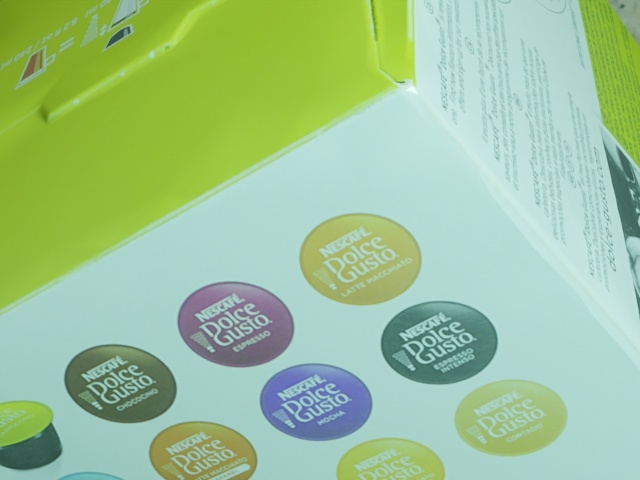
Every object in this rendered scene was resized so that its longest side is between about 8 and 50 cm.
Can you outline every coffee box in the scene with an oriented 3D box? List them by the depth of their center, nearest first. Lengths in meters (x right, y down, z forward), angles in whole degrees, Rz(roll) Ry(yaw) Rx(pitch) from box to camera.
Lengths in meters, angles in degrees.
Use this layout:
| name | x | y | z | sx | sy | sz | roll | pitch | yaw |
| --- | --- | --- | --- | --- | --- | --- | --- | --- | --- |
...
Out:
| name | x | y | z | sx | sy | sz | roll | pitch | yaw |
| --- | --- | --- | --- | --- | --- | --- | --- | --- | --- |
| coffee box | 0.000 | 0.000 | 0.890 | 0.334 | 0.338 | 0.338 | 46 | 29 | -32 |
